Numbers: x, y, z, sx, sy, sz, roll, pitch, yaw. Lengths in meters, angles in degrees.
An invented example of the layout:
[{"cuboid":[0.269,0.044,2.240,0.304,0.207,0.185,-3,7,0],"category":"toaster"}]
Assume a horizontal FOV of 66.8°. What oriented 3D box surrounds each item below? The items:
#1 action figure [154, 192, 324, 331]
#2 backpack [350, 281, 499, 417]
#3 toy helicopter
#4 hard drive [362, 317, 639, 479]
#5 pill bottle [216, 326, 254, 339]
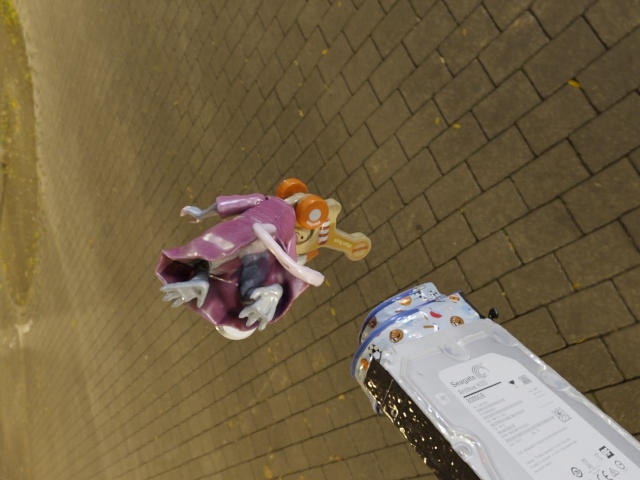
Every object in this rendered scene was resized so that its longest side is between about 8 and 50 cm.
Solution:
[{"cuboid":[-0.123,-0.014,0.867,0.248,0.370,0.276,43,121,-10],"category":"action figure"},{"cuboid":[0.191,0.228,0.999,0.213,0.263,0.276,42,139,36],"category":"backpack"},{"cuboid":[0.000,0.000,1.309,0.140,0.355,0.235,43,108,47],"category":"toy helicopter"},{"cuboid":[0.240,0.235,0.568,0.339,0.237,0.064,45,132,44],"category":"hard drive"},{"cuboid":[-0.236,0.207,1.342,0.221,0.124,0.124,167,96,-76],"category":"pill bottle"}]
